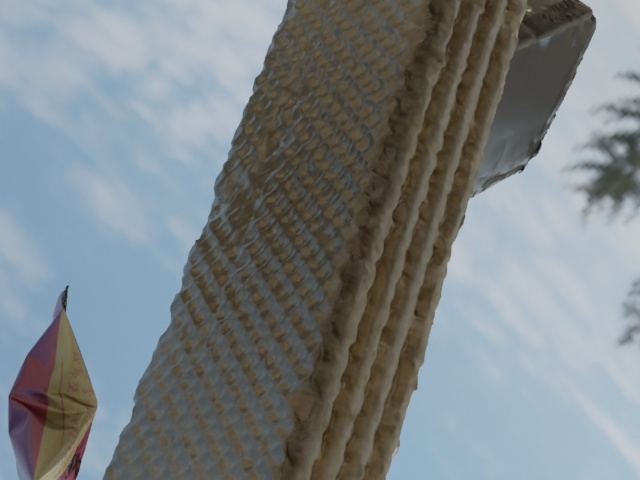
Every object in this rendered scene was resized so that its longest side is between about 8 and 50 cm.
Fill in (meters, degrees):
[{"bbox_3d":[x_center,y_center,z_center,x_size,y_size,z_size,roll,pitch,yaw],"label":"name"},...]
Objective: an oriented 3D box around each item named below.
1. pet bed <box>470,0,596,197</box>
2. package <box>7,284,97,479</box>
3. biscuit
[{"bbox_3d":[0.077,-0.130,1.244,0.159,0.183,0.211,38,-139,23],"label":"pet bed"},{"bbox_3d":[-0.091,0.063,0.548,0.029,0.059,0.083,9,-122,-5],"label":"package"},{"bbox_3d":[0.000,0.000,0.848,0.078,0.144,0.426,43,-127,-35],"label":"biscuit"}]
